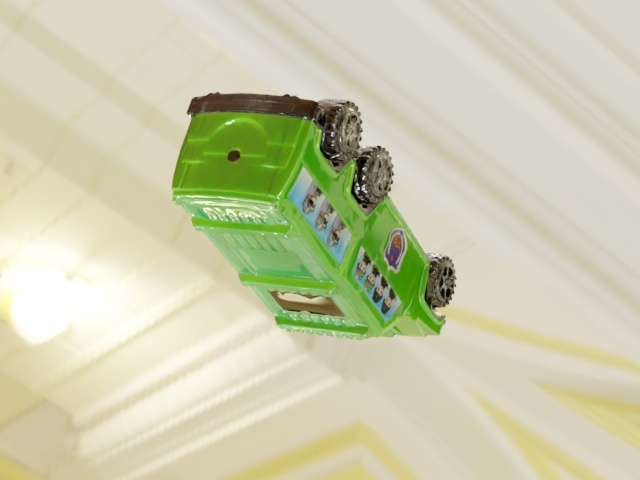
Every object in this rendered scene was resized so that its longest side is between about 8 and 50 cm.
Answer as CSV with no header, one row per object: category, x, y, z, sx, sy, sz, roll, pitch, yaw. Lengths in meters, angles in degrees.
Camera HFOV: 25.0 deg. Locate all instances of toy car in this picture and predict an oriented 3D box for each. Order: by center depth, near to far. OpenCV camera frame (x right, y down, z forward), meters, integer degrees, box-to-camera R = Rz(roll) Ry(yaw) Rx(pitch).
toy car,0.000,0.000,0.626,0.071,0.165,0.062,6,-120,32
